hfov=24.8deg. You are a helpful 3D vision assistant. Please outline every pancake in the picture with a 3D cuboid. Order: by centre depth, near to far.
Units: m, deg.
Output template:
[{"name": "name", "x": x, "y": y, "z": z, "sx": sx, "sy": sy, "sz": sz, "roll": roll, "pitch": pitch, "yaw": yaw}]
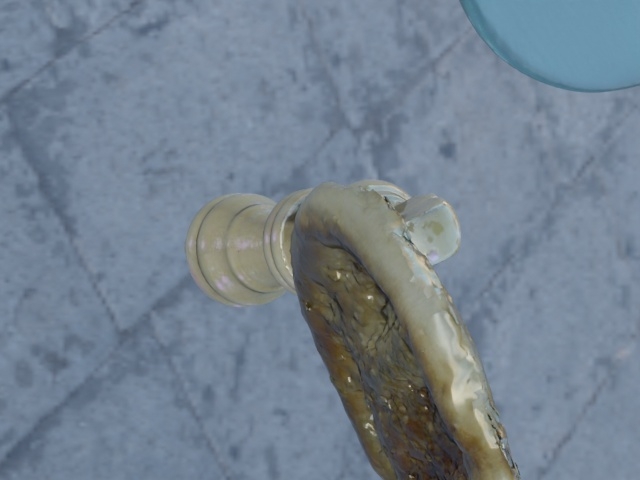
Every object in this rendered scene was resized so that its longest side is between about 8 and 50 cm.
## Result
[{"name": "pancake", "x": 0.069, "y": 0.120, "z": 1.000, "sx": 0.065, "sy": 0.356, "sz": 0.356, "roll": -23, "pitch": 110, "yaw": -14}]

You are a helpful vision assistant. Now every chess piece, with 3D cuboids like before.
[{"name": "chess piece", "x": 0.000, "y": 0.000, "z": 1.314, "sx": 0.117, "sy": 0.397, "sz": 0.117, "roll": 2, "pitch": 86, "yaw": -26}]

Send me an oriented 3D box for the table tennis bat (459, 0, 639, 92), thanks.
[{"name": "table tennis bat", "x": 0.141, "y": -0.096, "z": 0.551, "sx": 0.237, "sy": 0.149, "sz": 0.038, "roll": 43, "pitch": 19, "yaw": -41}]
